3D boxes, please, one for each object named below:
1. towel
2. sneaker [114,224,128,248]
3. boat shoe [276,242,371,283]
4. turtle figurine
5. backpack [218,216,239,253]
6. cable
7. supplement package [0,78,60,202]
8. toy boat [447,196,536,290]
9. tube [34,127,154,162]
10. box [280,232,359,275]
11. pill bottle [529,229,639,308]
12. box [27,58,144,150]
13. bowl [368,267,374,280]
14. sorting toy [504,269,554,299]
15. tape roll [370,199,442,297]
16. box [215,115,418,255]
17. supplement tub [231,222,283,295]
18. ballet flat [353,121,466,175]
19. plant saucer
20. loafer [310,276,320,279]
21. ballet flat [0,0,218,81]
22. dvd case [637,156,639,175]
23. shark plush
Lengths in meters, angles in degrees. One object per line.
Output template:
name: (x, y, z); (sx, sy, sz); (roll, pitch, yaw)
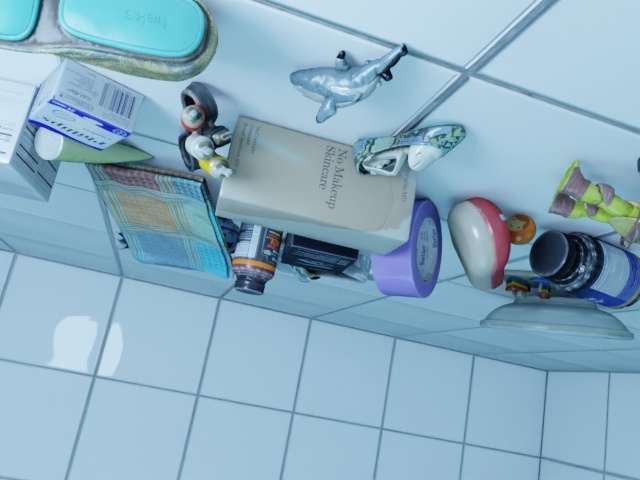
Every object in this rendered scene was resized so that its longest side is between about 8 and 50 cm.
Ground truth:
towel: (-0.346, -0.037, 1.308); (0.271, 0.040, 0.370); (10, 148, 9)
sneaker: (-0.489, -0.018, 1.641); (0.153, 0.101, 0.268); (17, 162, -12)
boat shoe: (-0.004, 0.064, 1.569); (0.320, 0.103, 0.118); (-1, 149, 33)
turtle figurine: (0.459, -0.032, 0.870); (0.217, 0.087, 0.269); (23, 177, 16)
backpack: (-0.278, -0.018, 1.464); (0.158, 0.117, 0.173); (21, 159, -35)
cable: (-0.208, -0.163, 0.920); (0.287, 0.072, 0.139); (8, 127, 62)
supplement package: (-0.613, -0.188, 1.014); (0.262, 0.145, 0.204); (13, 165, -5)
toy boat: (0.334, -0.004, 1.106); (0.151, 0.151, 0.231); (-24, 158, 8)
tube: (-0.413, -0.166, 1.076); (0.070, 0.062, 0.240); (48, -166, 10)
box: (0.000, 0.000, 1.353); (0.153, 0.108, 0.207); (13, 166, -9)
pill bottle: (0.526, 0.054, 1.153); (0.219, 0.122, 0.123); (18, 164, -24)
box: (-0.369, -0.207, 0.916); (0.126, 0.072, 0.137); (23, 162, -36)
bowl: (0.142, 0.080, 1.660); (0.142, 0.053, 0.142); (5, 165, 16)
sorting toy: (0.537, 0.118, 1.532); (0.274, 0.046, 0.132); (2, 163, 31)
tape roll: (0.171, 0.015, 1.131); (0.080, 0.189, 0.189); (3, 163, 29)
box: (-0.007, -0.085, 0.977); (0.311, 0.148, 0.121); (12, 165, -11)
supplement tub: (-0.150, 0.028, 1.386); (0.106, 0.198, 0.106); (10, 166, 2)
ballet flat: (0.129, -0.128, 0.872); (0.188, 0.070, 0.070); (-4, 159, 43)
plant saucer: (0.658, 0.214, 1.643); (0.400, 0.100, 0.400); (6, 172, 1)
loafer: (-0.032, 0.075, 1.708); (0.220, 0.078, 0.080); (-2, 161, 39)
ballet flat: (-0.285, -0.250, 0.640); (0.349, 0.123, 0.123); (13, 165, -7)
dvd case: (0.584, -0.081, 0.793); (0.239, 0.029, 0.179); (-3, 159, 42)
shark plush: (0.032, -0.198, 0.710); (0.161, 0.073, 0.067); (-1, 132, 52)
